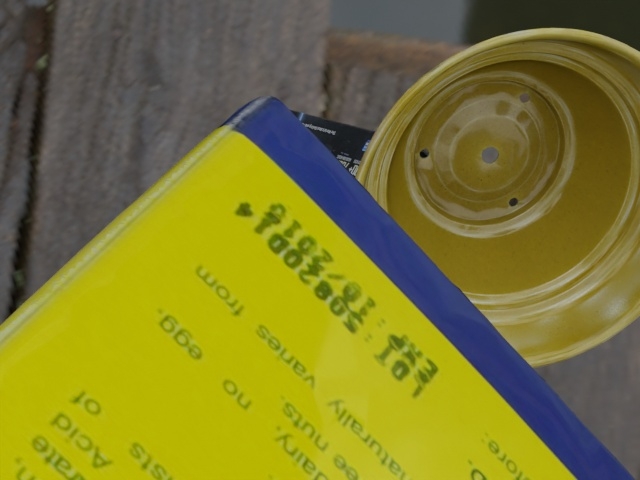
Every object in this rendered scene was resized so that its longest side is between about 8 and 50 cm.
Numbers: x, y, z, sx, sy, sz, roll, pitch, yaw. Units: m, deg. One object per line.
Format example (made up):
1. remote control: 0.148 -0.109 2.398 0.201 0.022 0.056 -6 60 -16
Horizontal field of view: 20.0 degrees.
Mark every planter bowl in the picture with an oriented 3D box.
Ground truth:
1. planter bowl: 0.113 -0.037 1.089 0.217 0.090 0.217 -5 116 -10

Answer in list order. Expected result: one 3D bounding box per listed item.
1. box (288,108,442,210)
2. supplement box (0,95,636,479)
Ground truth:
1. box: 0.000 0.000 1.214 0.077 0.180 0.147 33 83 -34
2. supplement box: -0.074 0.154 0.383 0.194 0.195 0.356 47 35 -4
